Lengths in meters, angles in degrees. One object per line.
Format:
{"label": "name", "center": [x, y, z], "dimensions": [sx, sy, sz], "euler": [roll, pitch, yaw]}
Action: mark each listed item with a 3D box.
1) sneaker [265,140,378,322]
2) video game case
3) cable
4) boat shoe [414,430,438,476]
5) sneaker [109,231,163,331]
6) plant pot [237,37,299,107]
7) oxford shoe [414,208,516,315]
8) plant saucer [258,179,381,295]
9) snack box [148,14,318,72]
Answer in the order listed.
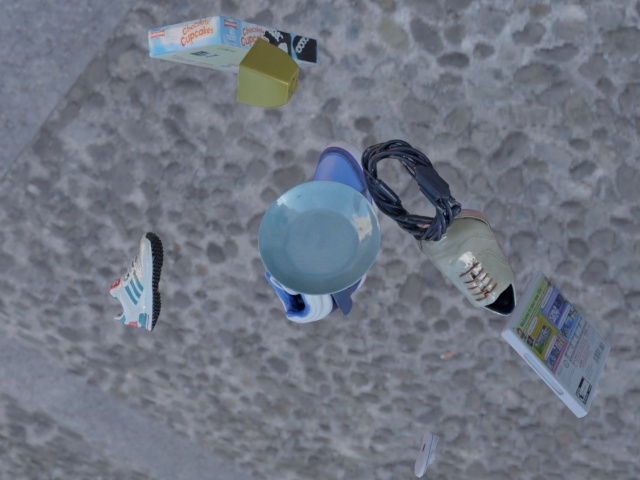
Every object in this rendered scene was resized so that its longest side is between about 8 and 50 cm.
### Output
{"label": "sneaker", "center": [-0.005, -0.003, 1.745], "dimensions": [0.130, 0.236, 0.323], "euler": [15, 118, 30]}
{"label": "video game case", "center": [0.408, 0.173, 1.616], "dimensions": [0.193, 0.212, 0.023], "euler": [47, 128, -2]}
{"label": "cable", "center": [0.139, -0.081, 1.508], "dimensions": [0.184, 0.047, 0.150], "euler": [42, 149, 9]}
{"label": "boat shoe", "center": [0.227, 0.453, 1.977], "dimensions": [0.035, 0.100, 0.035], "euler": [28, 149, -15]}
{"label": "sneaker", "center": [-0.277, 0.061, 1.397], "dimensions": [0.075, 0.057, 0.161], "euler": [8, 118, 2]}
{"label": "plant pot", "center": [-0.081, -0.265, 1.530], "dimensions": [0.083, 0.081, 0.081], "euler": [20, 141, 10]}
{"label": "oxford shoe", "center": [0.319, 0.049, 1.923], "dimensions": [0.140, 0.146, 0.397], "euler": [-34, 149, 19]}
{"label": "plant saucer", "center": [0.000, 0.000, 1.485], "dimensions": [0.195, 0.195, 0.037], "euler": [7, 160, 11]}
{"label": "snack box", "center": [-0.170, -0.392, 1.916], "dimensions": [0.187, 0.322, 0.060], "euler": [-2, 91, 34]}
